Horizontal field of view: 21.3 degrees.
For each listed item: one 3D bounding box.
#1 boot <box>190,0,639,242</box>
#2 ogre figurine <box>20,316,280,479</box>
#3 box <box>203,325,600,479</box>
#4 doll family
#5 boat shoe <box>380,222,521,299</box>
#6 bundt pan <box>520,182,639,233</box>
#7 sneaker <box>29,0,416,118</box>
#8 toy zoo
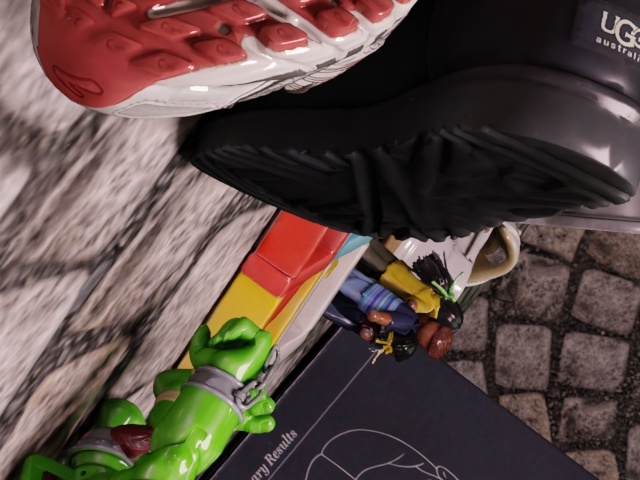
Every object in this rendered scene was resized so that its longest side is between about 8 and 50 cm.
[{"bbox_3d":[0.058,-0.111,0.645,0.246,0.094,0.207,-7,-119,59],"label":"boot"},{"bbox_3d":[-0.097,0.123,0.830,0.197,0.097,0.118,-19,-152,37],"label":"ogre figurine"},{"bbox_3d":[0.085,0.305,1.488,0.293,0.395,0.212,-47,171,-30],"label":"box"},{"bbox_3d":[0.052,0.045,1.228,0.076,0.111,0.193,-57,170,24],"label":"doll family"},{"bbox_3d":[0.130,-0.002,1.509,0.098,0.096,0.277,-58,170,28],"label":"boat shoe"},{"bbox_3d":[0.242,-0.065,1.266,0.331,0.331,0.124,-7,101,-78],"label":"bundt pan"},{"bbox_3d":[-0.011,-0.075,0.496,0.092,0.088,0.225,-57,171,32],"label":"sneaker"},{"bbox_3d":[0.000,0.000,1.041,0.293,0.030,0.192,-56,171,17],"label":"toy zoo"}]
